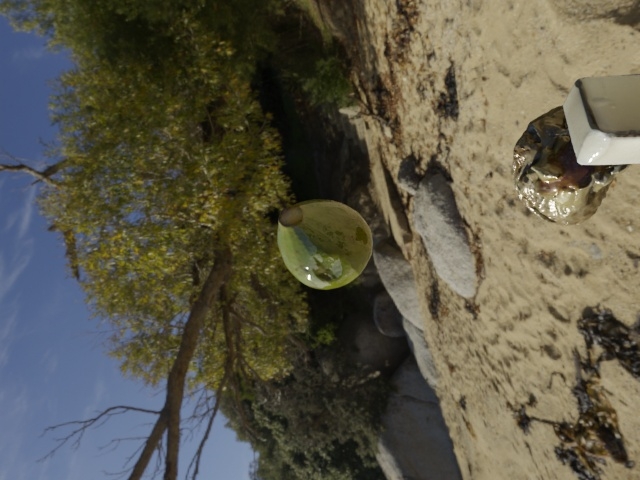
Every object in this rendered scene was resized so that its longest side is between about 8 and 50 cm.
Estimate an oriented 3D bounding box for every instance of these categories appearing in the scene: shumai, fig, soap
[{"bbox_3d":[0.623,-0.153,0.964,0.262,0.266,0.314,-75,-29,-67],"label":"shumai"},{"bbox_3d":[-0.001,0.009,0.914,0.230,0.207,0.207,-6,-96,-48],"label":"fig"},{"bbox_3d":[0.452,-0.170,0.562,0.064,0.183,0.122,73,-161,-61],"label":"soap"}]
